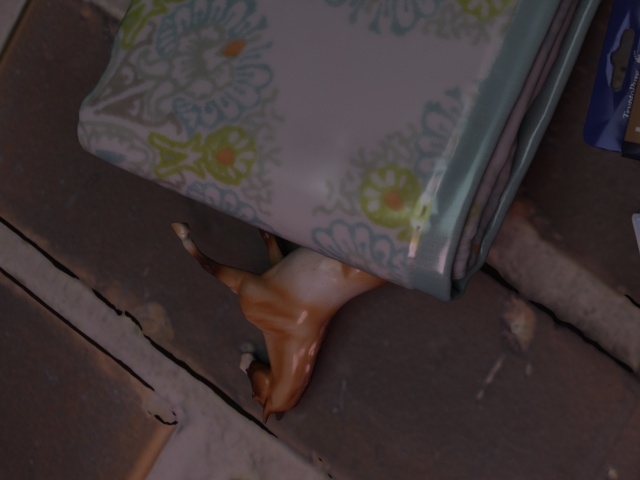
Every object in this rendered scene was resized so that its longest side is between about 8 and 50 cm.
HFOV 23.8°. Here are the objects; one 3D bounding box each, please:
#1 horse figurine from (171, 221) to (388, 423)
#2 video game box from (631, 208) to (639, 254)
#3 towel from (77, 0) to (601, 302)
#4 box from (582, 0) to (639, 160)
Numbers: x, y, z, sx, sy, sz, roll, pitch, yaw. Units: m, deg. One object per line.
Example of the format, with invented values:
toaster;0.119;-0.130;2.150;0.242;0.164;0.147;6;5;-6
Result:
horse figurine;0.000;0.000;1.163;0.263;0.066;0.174;-39;69;22
video game box;0.321;0.060;1.003;0.187;0.048;0.205;-11;97;23
towel;0.032;-0.179;1.098;0.320;0.090;0.374;23;86;25
box;0.295;-0.107;1.041;0.225;0.036;0.136;15;97;25
